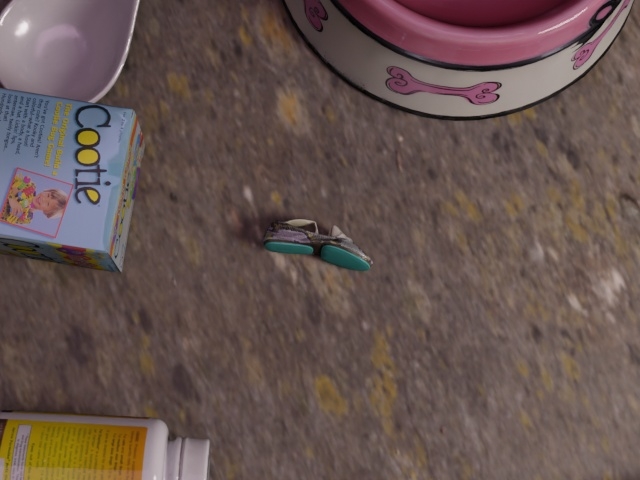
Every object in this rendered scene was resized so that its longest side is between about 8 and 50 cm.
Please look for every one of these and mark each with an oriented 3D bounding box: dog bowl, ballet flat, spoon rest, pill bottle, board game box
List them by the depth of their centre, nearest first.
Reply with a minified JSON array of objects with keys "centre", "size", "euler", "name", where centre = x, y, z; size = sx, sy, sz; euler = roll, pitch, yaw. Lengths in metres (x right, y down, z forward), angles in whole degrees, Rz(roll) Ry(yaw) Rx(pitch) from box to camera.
[{"centre":[-0.214,0.224,1.222],"size":[0.215,0.117,0.117],"euler":[3,80,-2],"name":"pill bottle"},{"centre":[-0.323,-0.066,1.251],"size":[0.275,0.142,0.144],"euler":[9,80,-1],"name":"board game box"},{"centre":[0.000,0.000,1.313],"size":[0.114,0.041,0.041],"euler":[12,80,-2],"name":"ballet flat"},{"centre":[-0.222,-0.249,1.318],"size":[0.137,0.084,0.276],"euler":[39,80,4],"name":"spoon rest"},{"centre":[0.151,-0.339,1.321],"size":[0.408,0.150,0.408],"euler":[1,80,-4],"name":"dog bowl"}]
